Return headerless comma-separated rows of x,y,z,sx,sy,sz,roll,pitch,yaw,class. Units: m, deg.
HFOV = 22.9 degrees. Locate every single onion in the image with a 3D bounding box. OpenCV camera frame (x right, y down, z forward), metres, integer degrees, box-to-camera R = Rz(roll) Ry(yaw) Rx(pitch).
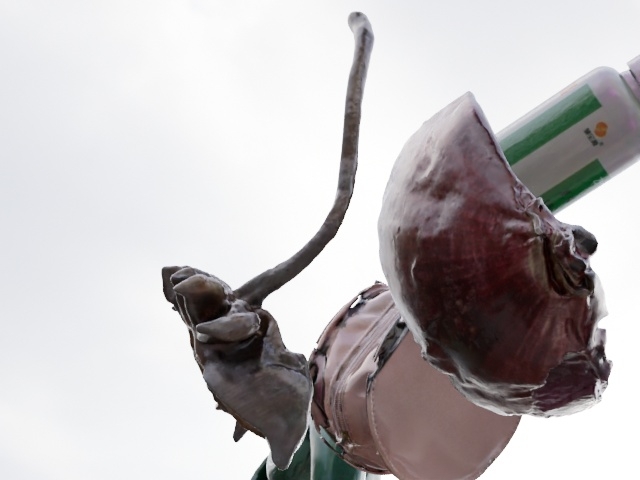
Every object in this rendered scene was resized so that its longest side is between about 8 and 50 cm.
0.105,0.020,1.026,0.283,0.120,0.227,104,-39,-88,onion

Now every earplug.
0.019,0.272,1.723,0.257,0.164,0.280,17,-34,45,earplug

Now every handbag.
0.088,0.136,1.493,0.179,0.205,0.116,49,-30,-18,handbag

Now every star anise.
0.000,0.000,0.943,0.218,0.227,0.148,49,-7,28,star anise

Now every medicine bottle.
0.213,-0.079,1.409,0.095,0.260,0.095,52,13,-17,medicine bottle
